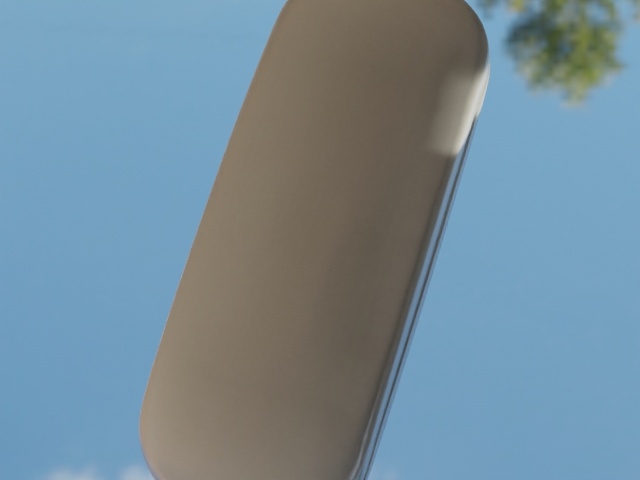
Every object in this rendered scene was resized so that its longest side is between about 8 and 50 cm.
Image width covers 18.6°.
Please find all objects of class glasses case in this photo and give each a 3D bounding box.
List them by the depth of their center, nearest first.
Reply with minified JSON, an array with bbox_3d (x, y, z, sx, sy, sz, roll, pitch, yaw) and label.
[{"bbox_3d":[0.000,0.000,0.624,0.074,0.049,0.193,15,-111,8],"label":"glasses case"}]
